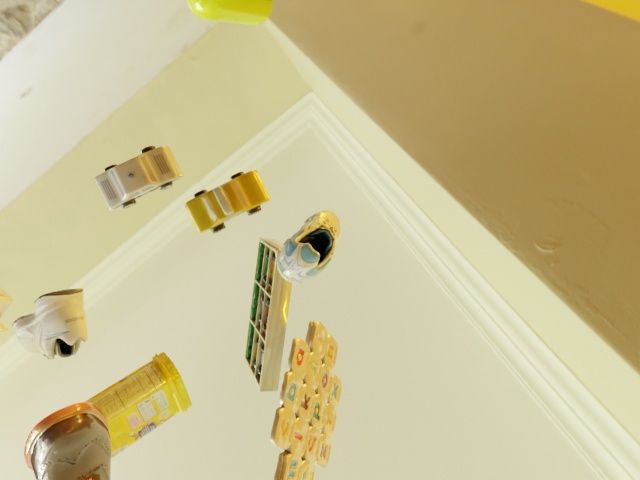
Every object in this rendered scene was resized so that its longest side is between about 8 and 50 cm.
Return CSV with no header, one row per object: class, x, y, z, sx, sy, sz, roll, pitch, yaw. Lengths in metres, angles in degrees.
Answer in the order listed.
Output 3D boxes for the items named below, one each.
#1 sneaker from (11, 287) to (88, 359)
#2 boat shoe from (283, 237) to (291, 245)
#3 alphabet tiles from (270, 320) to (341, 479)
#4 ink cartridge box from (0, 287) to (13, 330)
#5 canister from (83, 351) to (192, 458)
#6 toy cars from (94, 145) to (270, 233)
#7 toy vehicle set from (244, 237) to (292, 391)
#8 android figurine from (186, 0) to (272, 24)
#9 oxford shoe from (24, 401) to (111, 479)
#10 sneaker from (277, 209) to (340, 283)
sneaker,-0.595,0.209,1.116,0.297,0.111,0.129,-34,-108,44
boat shoe,-0.086,0.029,1.272,0.133,0.049,0.042,-24,-139,32
alphabet tiles,-0.020,0.297,0.903,0.021,0.278,0.284,2,-119,21
ink cartridge box,-0.344,0.054,0.501,0.083,0.048,0.028,35,-90,17
canister,-0.326,0.292,0.891,0.170,0.126,0.073,-31,-138,-29
toy cars,-0.313,-0.115,1.133,0.394,0.087,0.176,15,-89,-3
toy vehicle set,-0.103,0.137,0.996,0.166,0.035,0.266,-159,-105,-70
android figurine,-0.040,-0.296,0.415,0.056,0.273,0.248,37,-57,11
oxford shoe,-0.297,0.303,0.634,0.097,0.271,0.098,-21,-130,-35
sneaker,0.000,0.000,0.890,0.086,0.085,0.237,-33,-171,27
